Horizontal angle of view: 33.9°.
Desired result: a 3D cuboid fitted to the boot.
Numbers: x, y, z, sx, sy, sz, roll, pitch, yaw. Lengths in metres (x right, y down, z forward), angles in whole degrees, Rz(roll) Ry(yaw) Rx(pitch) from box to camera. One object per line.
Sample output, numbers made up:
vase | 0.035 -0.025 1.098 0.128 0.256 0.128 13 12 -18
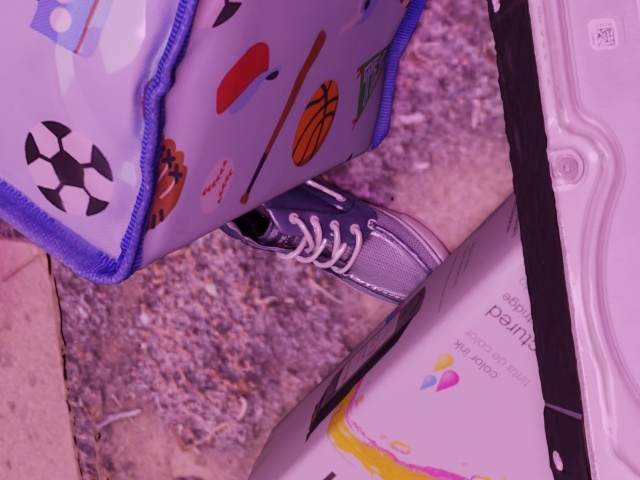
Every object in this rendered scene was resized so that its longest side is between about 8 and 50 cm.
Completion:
boot | 0.000 0.000 0.727 0.190 0.086 0.069 30 116 12

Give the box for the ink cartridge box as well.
ink cartridge box | 0.123 0.138 0.680 0.226 0.131 0.306 39 117 -4

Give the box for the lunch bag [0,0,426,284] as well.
lunch bag | -0.156 -0.188 0.596 0.385 0.328 0.239 26 113 18

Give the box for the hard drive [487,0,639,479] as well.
hard drive | 0.217 -0.034 0.530 0.236 0.064 0.339 -7 88 -9
